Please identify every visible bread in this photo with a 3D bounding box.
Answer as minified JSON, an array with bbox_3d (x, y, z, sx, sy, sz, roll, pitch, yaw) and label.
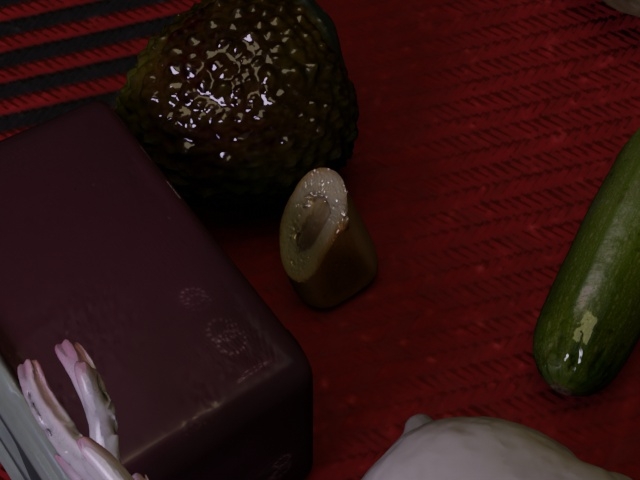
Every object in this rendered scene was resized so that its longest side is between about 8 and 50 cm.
[{"bbox_3d":[-0.001,0.000,0.999,0.062,0.103,0.049,-34,55,-4],"label":"bread"}]

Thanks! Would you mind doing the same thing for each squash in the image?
[{"bbox_3d":[0.205,-0.002,0.995,0.069,0.069,0.239,24,66,18],"label":"squash"}]

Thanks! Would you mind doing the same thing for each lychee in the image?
[{"bbox_3d":[-0.058,-0.089,1.026,0.171,0.171,0.171,-3,61,5],"label":"lychee"}]

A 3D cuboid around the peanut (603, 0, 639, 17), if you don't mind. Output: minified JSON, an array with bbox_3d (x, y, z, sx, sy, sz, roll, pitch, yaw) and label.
[{"bbox_3d":[0.268,-0.215,1.068,0.291,0.143,0.159,48,111,24],"label":"peanut"}]

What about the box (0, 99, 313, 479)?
[{"bbox_3d":[-0.136,0.064,0.931,0.167,0.193,0.294,-31,63,-17],"label":"box"}]

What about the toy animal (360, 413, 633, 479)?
[{"bbox_3d":[0.099,0.201,0.764,0.272,0.265,0.206,-18,42,-5],"label":"toy animal"}]

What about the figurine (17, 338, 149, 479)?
[{"bbox_3d":[-0.117,0.246,0.696,0.206,0.315,0.284,-29,47,-32],"label":"figurine"}]
